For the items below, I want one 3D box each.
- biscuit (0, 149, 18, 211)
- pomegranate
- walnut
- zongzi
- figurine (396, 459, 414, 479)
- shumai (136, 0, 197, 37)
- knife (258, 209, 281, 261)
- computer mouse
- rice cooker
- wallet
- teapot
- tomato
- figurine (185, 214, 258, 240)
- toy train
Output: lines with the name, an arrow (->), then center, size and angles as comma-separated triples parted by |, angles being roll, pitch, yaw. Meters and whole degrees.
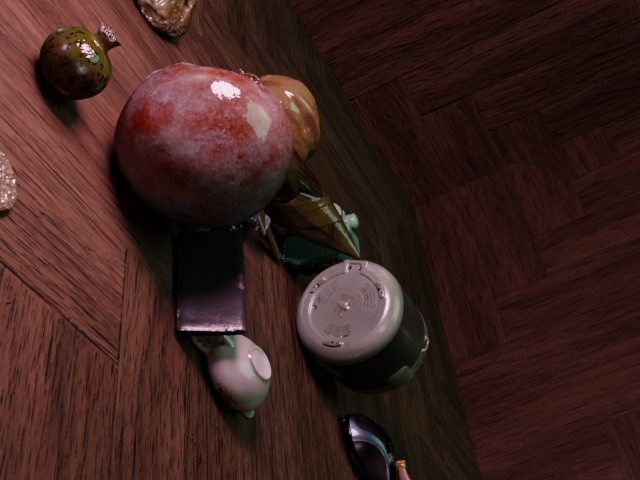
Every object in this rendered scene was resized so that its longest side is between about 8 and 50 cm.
biscuit -> -0.446, -0.092, 1.220 | 0.120, 0.015, 0.120 | 57, 18, -30
pomegranate -> -0.397, -0.295, 1.489 | 0.130, 0.130, 0.130 | 58, 17, -29
walnut -> -0.104, -0.303, 2.375 | 0.225, 0.225, 0.261 | -93, 160, -53
zongzi -> -0.027, -0.087, 2.131 | 0.300, 0.138, 0.286 | 38, -15, 21
figurine -> 0.231, 0.660, 2.236 | 0.175, 0.116, 0.240 | 107, -22, -76
shumai -> -0.338, -0.572, 2.087 | 0.209, 0.153, 0.161 | 45, 19, -48
knife -> -0.129, -0.043, 2.081 | 0.343, 0.027, 0.061 | 73, 11, -54
computer mouse -> 0.130, 0.514, 2.178 | 0.233, 0.096, 0.137 | 64, 14, -6
rice cooker -> 0.101, 0.211, 2.197 | 0.277, 0.288, 0.288 | 51, 21, -52
wallet -> -0.198, 0.075, 1.647 | 0.025, 0.124, 0.244 | 95, -9, -45
teapot -> -0.150, 0.228, 1.645 | 0.226, 0.092, 0.145 | 56, 17, -25
tomato -> -0.202, -0.171, 1.621 | 0.317, 0.317, 0.282 | 38, 60, -61
figurine -> -0.189, -0.042, 1.855 | 0.145, 0.145, 0.222 | 66, 24, -2
toy train -> 0.000, 0.000, 2.302 | 0.112, 0.203, 0.163 | 49, 31, -57
